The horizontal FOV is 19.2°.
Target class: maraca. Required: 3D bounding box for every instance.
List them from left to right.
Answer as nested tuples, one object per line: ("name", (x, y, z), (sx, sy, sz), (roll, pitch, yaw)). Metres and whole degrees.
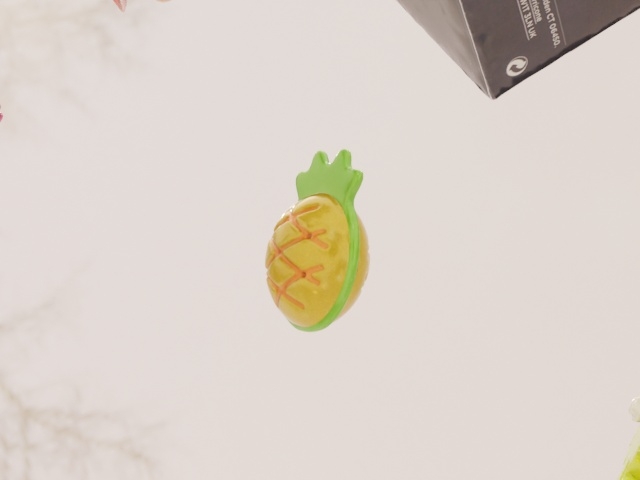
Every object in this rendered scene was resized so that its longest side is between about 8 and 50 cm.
("maraca", (0.000, 0.000, 1.897), (0.099, 0.186, 0.127), (13, 173, -39))

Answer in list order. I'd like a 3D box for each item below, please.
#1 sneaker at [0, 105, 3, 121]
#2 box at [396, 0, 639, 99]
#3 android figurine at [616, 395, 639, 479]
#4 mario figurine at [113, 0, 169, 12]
("sneaker", (-0.397, -0.166, 1.899), (0.075, 0.170, 0.063), (-37, -177, 16))
("box", (0.132, -0.287, 1.137), (0.294, 0.183, 0.296), (-32, -132, -6))
("android figurine", (0.263, 0.067, 1.272), (0.056, 0.273, 0.248), (27, -179, 9))
("mario figurine", (-0.111, -0.315, 1.894), (0.320, 0.198, 0.170), (-25, -121, 7))
